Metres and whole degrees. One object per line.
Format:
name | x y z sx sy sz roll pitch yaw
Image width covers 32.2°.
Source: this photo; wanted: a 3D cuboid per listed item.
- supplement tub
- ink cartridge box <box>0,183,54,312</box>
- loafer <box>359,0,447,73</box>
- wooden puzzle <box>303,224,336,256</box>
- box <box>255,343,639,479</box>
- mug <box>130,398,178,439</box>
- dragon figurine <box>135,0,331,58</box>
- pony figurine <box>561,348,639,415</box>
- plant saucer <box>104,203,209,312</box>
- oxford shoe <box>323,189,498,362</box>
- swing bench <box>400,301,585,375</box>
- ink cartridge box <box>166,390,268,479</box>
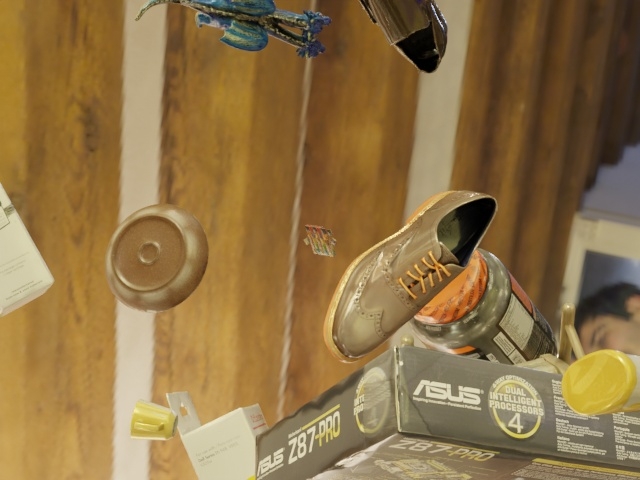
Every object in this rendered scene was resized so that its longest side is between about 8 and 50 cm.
supplement tub | 0.291 0.149 2.064 0.338 0.207 0.207 46 -122 -43
ink cartridge box | -0.499 -0.004 1.679 0.092 0.160 0.219 -30 -89 -20
loafer | 0.098 -0.277 1.315 0.220 0.080 0.078 38 -147 -46
wooden puzzle | 0.000 0.000 1.717 0.006 0.083 0.049 -32 -65 -31
box | 0.169 0.231 1.172 0.318 0.394 0.097 -41 43 55
mug | -0.257 0.286 1.712 0.078 0.064 0.062 -73 -9 -58
dragon figurine | -0.120 -0.337 1.663 0.289 0.144 0.085 2 -67 -37
pony figurine | 0.398 0.104 0.785 0.363 0.351 0.303 19 -130 -48
plant saucer | -0.293 0.026 1.933 0.036 0.198 0.199 43 -118 -68
oxford shoe | 0.143 0.046 1.757 0.130 0.132 0.364 45 -110 -13
swing bench | 0.251 0.230 1.607 0.255 0.253 0.165 85 172 -64
ink cartridge box | -0.129 0.399 1.898 0.207 0.119 0.354 53 -168 -83
